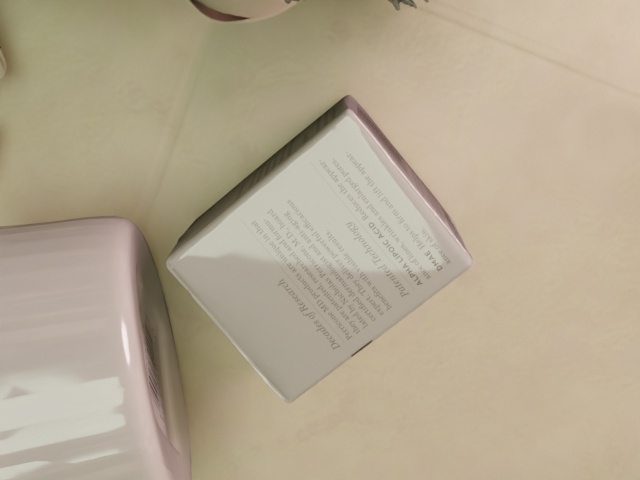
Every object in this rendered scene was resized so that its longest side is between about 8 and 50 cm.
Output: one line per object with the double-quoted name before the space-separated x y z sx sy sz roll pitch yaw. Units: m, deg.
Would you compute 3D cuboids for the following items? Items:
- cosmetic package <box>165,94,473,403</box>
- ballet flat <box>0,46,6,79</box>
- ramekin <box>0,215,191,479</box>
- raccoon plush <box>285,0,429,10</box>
"cosmetic package" 0.000 0.000 0.768 0.183 0.151 0.151 -39 99 10
"ballet flat" -0.323 -0.123 0.790 0.106 0.107 0.316 10 109 -21
"ramekin" -0.189 0.112 0.744 0.135 0.277 0.277 -10 102 -3
"raccoon plush" -0.015 -0.306 0.689 0.446 0.299 0.216 11 115 21
